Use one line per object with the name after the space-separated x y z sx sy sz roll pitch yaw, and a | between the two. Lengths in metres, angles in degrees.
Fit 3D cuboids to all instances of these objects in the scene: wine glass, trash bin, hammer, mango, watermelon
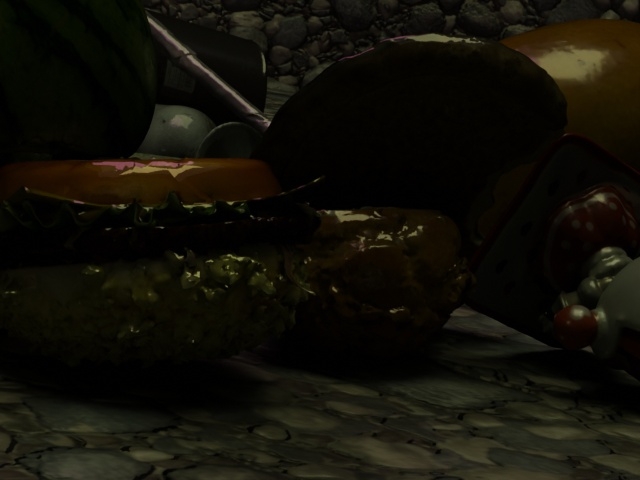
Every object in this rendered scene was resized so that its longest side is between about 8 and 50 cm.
-0.169 -0.107 1.977 0.103 0.103 0.231 0 14 -41 | wine glass
-0.252 -0.204 2.178 0.334 0.214 0.214 8 8 -29 | trash bin
-0.142 -0.191 2.005 0.427 0.044 0.152 40 -16 24 | hammer
0.270 -0.093 1.711 0.446 0.300 0.232 -15 67 -38 | mango
-0.278 -0.175 1.238 0.331 0.189 0.330 8 50 -9 | watermelon

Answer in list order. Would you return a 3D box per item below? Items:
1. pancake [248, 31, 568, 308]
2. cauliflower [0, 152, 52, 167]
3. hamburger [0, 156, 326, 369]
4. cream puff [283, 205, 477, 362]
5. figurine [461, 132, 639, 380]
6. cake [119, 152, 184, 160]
0.075 -0.037 1.345 0.286 0.288 0.033 33 32 -34 | pancake
-0.375 -0.131 1.494 0.281 0.327 0.260 -28 31 -22 | cauliflower
-0.123 0.014 1.156 0.243 0.138 0.262 -2 1 -21 | hamburger
0.032 0.033 1.277 0.165 0.115 0.150 -5 -1 -3 | cream puff
0.258 0.056 1.297 0.183 0.160 0.226 24 12 -47 | figurine
-0.165 -0.013 1.447 0.100 0.099 0.235 9 10 14 | cake
